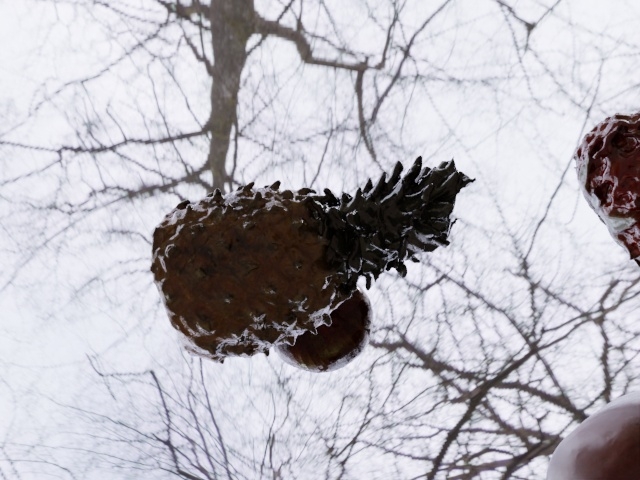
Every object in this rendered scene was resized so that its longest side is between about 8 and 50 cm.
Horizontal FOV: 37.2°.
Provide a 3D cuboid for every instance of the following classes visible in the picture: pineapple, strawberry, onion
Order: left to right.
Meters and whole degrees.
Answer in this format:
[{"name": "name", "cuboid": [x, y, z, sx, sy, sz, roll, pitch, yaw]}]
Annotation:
[{"name": "pineapple", "cuboid": [0.000, 0.000, 0.811, 0.278, 0.158, 0.158, -20, -104, 8]}, {"name": "onion", "cuboid": [0.003, 0.085, 1.026, 0.118, 0.118, 0.117, 9, -110, -1]}, {"name": "strawberry", "cuboid": [0.431, -0.094, 1.120, 0.244, 0.205, 0.205, -35, -102, 10]}]

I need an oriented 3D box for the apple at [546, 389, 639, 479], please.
[{"name": "apple", "cuboid": [0.333, 0.253, 0.922, 0.234, 0.234, 0.234, 1, -106, -3]}]
